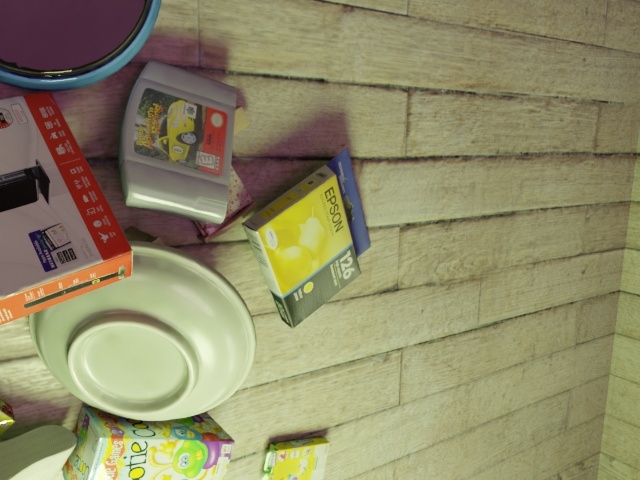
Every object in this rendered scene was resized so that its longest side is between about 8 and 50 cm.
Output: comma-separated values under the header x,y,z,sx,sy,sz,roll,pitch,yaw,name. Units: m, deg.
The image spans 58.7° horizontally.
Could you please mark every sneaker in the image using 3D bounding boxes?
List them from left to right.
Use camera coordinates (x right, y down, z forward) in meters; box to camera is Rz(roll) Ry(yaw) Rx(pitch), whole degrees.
x,y,z,sx,sy,sz,roll,pitch,yaw,name
-0.555,0.425,0.938,0.292,0.108,0.169,7,112,-63,sneaker

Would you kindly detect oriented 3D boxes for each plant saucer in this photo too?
x,y,z,sx,sy,sz,roll,pitch,yaw,name
-0.315,0.193,0.988,0.400,0.100,0.401,0,119,-1,plant saucer

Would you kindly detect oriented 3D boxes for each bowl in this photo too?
x,y,z,sx,sy,sz,roll,pitch,yaw,name
-0.439,-0.432,0.876,0.391,0.077,0.391,-6,106,-23,bowl

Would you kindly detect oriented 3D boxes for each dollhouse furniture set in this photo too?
x,y,z,sx,sy,sz,roll,pitch,yaw,name
-0.195,-0.042,1.111,0.355,0.173,0.303,-40,120,-21,dollhouse furniture set

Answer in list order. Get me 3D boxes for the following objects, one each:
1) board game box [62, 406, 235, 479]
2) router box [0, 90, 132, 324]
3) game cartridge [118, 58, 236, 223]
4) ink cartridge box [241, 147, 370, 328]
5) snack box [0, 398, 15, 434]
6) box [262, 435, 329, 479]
x,y,z,sx,sy,sz,roll,pitch,yaw,name
-0.336,0.429,1.126,0.275,0.144,0.142,16,90,-37,board game box
-0.488,-0.044,0.841,0.301,0.082,0.335,-23,70,-29,router box
-0.256,-0.184,1.021,0.196,0.060,0.294,10,63,-22,game cartridge
0.000,0.000,1.277,0.307,0.072,0.304,-36,132,-22,ink cartridge box
-0.649,0.293,0.928,0.174,0.070,0.207,-47,120,-17,snack box
-0.067,0.548,1.400,0.179,0.043,0.105,7,96,-38,box
